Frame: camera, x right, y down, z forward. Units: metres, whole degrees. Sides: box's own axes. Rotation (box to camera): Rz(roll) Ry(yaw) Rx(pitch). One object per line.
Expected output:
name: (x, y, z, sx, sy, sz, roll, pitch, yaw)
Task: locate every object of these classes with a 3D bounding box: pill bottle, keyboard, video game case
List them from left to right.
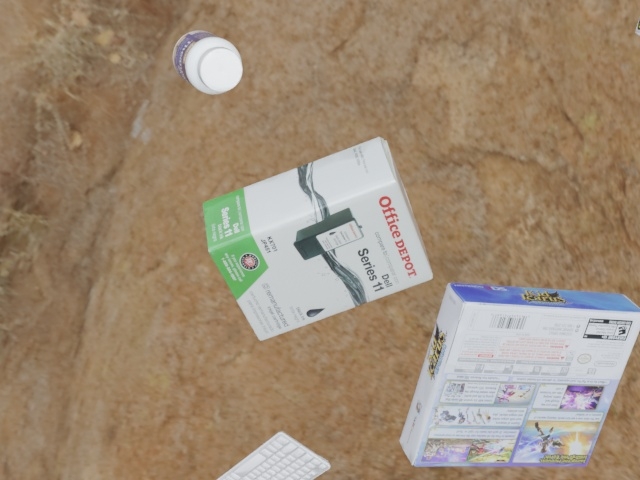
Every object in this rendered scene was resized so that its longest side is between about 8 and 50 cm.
pill bottle: (-0.131, -0.209, 1.203, 0.067, 0.067, 0.120, -51, 26, 1)
keyboard: (-0.084, 0.295, 1.210, 0.256, 0.072, 0.014, -44, 21, 42)
video game case: (0.261, 0.180, 1.333, 0.061, 0.269, 0.244, -124, 43, -59)

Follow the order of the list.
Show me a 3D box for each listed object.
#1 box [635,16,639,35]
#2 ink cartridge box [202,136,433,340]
box: (0.363, -0.281, 0.955, 0.036, 0.114, 0.207, 10, 111, -8)
ink cartridge box: (0.000, 0.000, 1.094, 0.208, 0.153, 0.087, -21, 39, 6)
